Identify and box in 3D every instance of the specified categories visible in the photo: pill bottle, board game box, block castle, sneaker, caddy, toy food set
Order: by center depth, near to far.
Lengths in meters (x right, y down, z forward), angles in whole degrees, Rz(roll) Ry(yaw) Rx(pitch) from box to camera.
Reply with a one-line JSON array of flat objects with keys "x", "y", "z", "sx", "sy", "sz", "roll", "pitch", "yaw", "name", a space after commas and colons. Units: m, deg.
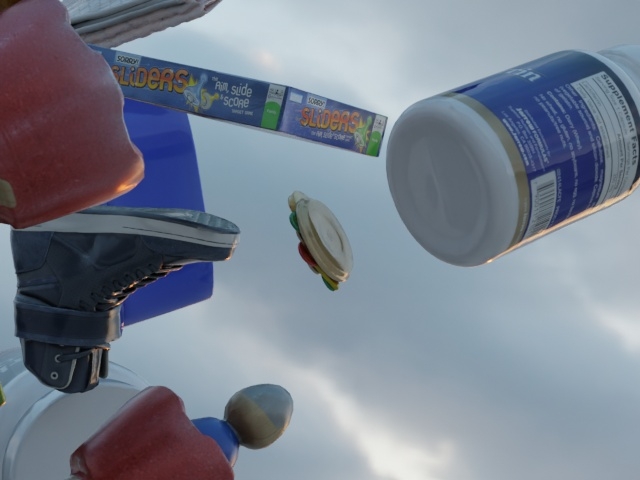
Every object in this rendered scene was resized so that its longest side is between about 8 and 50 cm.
[{"x": -0.214, "y": -0.043, "z": 0.816, "sx": 0.453, "sy": 0.213, "sz": 0.303, "roll": 39, "pitch": -29, "yaw": 45, "name": "block castle"}, {"x": -0.068, "y": -0.107, "z": 1.264, "sx": 0.201, "sy": 0.035, "sz": 0.136, "roll": 15, "pitch": 3, "yaw": 34, "name": "board game box"}, {"x": -0.168, "y": 0.051, "z": 1.403, "sx": 0.226, "sy": 0.163, "sz": 0.086, "roll": 3, "pitch": 2, "yaw": 29, "name": "sneaker"}, {"x": 0.000, "y": 0.000, "z": 1.404, "sx": 0.020, "sy": 0.082, "sz": 0.083, "roll": -28, "pitch": -58, "yaw": 21, "name": "toy food set"}, {"x": 0.200, "y": -0.085, "z": 1.473, "sx": 0.264, "sy": 0.153, "sz": 0.153, "roll": -22, "pitch": 0, "yaw": -35, "name": "pill bottle"}, {"x": -0.258, "y": 0.216, "z": 1.650, "sx": 0.210, "sy": 0.210, "sz": 0.363, "roll": 21, "pitch": -8, "yaw": -20, "name": "pill bottle"}, {"x": -0.254, "y": -0.052, "z": 2.012, "sx": 0.179, "sy": 0.341, "sz": 0.241, "roll": -13, "pitch": 15, "yaw": -17, "name": "caddy"}]

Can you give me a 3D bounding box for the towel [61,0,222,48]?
[{"x": -0.205, "y": -0.313, "z": 2.009, "sx": 0.331, "sy": 0.317, "sz": 0.053, "roll": -13, "pitch": -66, "yaw": 33, "name": "towel"}]
